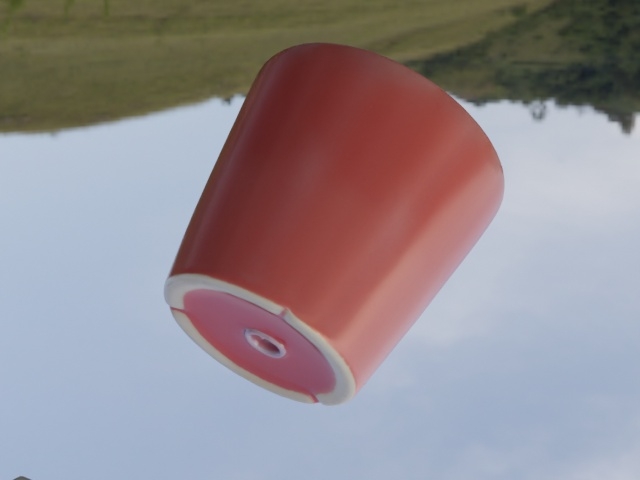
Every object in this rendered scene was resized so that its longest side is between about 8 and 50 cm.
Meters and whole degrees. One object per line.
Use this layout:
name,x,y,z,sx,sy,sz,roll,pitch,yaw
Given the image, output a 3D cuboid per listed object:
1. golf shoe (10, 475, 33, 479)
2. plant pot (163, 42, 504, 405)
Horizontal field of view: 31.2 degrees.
golf shoe,-0.220,0.188,0.714,0.198,0.094,0.077,28,140,-36
plant pot,0.000,0.000,1.050,0.275,0.275,0.243,12,-122,32
